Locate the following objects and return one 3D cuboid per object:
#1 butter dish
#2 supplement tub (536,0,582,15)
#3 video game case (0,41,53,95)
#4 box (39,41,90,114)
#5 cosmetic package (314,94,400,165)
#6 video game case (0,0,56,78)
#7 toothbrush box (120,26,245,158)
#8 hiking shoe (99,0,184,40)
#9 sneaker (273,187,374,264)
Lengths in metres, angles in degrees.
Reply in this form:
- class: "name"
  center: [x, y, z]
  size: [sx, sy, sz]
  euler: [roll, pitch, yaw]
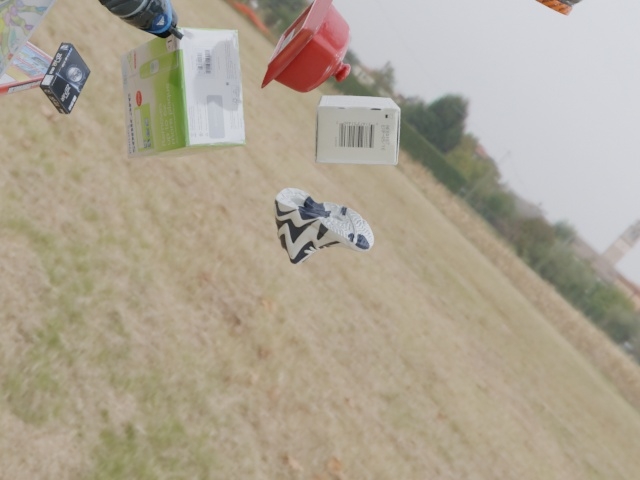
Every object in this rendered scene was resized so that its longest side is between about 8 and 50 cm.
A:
- class: "butter dish"
  center: [-0.002, -0.307, 1.446]
  size: [0.118, 0.160, 0.160]
  euler: [37, 42, -18]
- class: "supplement tub"
  center: [0.459, -0.514, 1.595]
  size: [0.117, 0.190, 0.117]
  euler: [22, 24, -10]
- class: "video game case"
  center: [-0.589, -0.321, 1.517]
  size: [0.204, 0.025, 0.285]
  euler: [34, 24, 4]
- class: "box"
  center: [-0.376, -0.239, 1.299]
  size: [0.018, 0.083, 0.067]
  euler: [9, -27, 18]
- class: "cosmetic package"
  center: [0.071, -0.226, 1.760]
  size: [0.160, 0.113, 0.309]
  euler: [2, 12, 2]
- class: "video game case"
  center: [-0.331, -0.214, 0.779]
  size: [0.036, 0.329, 0.300]
  euler: [42, 15, 2]
- class: "toothbrush box"
  center: [-0.259, -0.263, 1.622]
  size: [0.122, 0.206, 0.283]
  euler: [-5, 4, -31]
- class: "hiking shoe"
  center: [-0.342, -0.440, 1.486]
  size: [0.132, 0.113, 0.304]
  euler: [37, 16, -53]
- class: "sneaker"
  center: [0.000, 0.000, 1.867]
  size: [0.235, 0.153, 0.094]
  euler: [22, 42, 15]
